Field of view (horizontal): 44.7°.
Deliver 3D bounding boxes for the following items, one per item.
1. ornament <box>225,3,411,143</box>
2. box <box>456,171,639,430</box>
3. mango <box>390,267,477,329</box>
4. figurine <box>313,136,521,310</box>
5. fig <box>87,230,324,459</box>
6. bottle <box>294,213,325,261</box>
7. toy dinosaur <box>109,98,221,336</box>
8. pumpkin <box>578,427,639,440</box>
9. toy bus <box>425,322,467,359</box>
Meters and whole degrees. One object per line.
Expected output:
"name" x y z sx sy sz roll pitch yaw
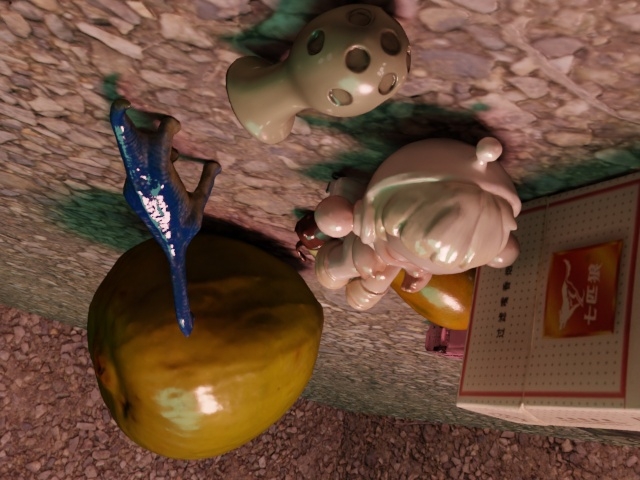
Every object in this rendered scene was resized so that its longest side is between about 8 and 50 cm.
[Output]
"ornament" 0.000 -0.119 0.551 0.081 0.074 0.156 -31 -168 -35
"box" 0.267 0.056 0.677 0.095 0.210 0.330 20 162 -24
"mango" 0.146 0.053 0.975 0.163 0.089 0.111 34 155 -32
"figurine" 0.097 -0.019 0.719 0.182 0.144 0.257 39 159 -14
"fig" -0.153 0.142 1.115 0.343 0.343 0.343 11 163 3
"bottle" -0.001 0.001 0.979 0.047 0.063 0.101 36 174 31
"toy dinosaur" -0.166 -0.022 0.784 0.075 0.188 0.247 1 160 12
"pumpkin" 0.352 0.115 0.843 0.250 0.216 0.250 -15 -177 1
"toy bus" 0.266 0.167 1.307 0.090 0.063 0.203 18 165 -29
